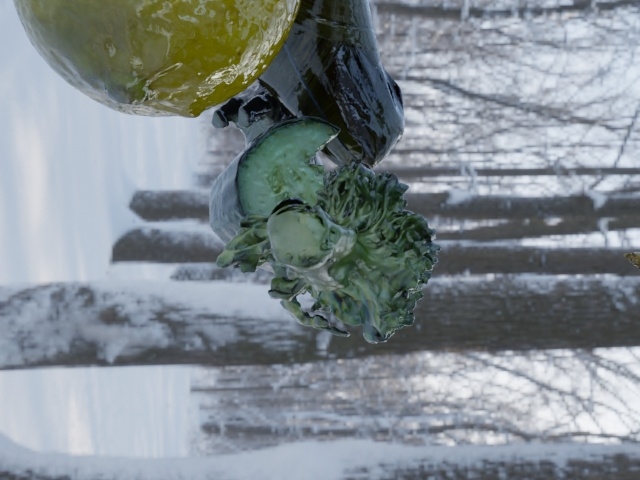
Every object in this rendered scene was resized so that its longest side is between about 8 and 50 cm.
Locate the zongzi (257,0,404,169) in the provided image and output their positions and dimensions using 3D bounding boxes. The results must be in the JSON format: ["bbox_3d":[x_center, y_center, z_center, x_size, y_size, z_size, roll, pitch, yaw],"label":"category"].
[{"bbox_3d":[0.041,-0.256,1.217,0.300,0.286,0.138,-40,-174,48],"label":"zongzi"}]

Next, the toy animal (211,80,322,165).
[{"bbox_3d":[-0.043,-0.082,1.437,0.168,0.106,0.343,-49,128,-29],"label":"toy animal"}]

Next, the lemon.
[{"bbox_3d":[-0.167,-0.297,1.007,0.336,0.336,0.336,179,-90,-84],"label":"lemon"}]

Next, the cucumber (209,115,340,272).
[{"bbox_3d":[-0.043,-0.047,1.202,0.130,0.191,0.191,150,-60,-69],"label":"cucumber"}]

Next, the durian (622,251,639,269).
[{"bbox_3d":[0.480,0.048,1.194,0.140,0.224,0.078,132,-38,-77],"label":"durian"}]

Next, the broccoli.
[{"bbox_3d":[-0.014,-0.004,0.919,0.275,0.199,0.177,19,87,-57],"label":"broccoli"}]
